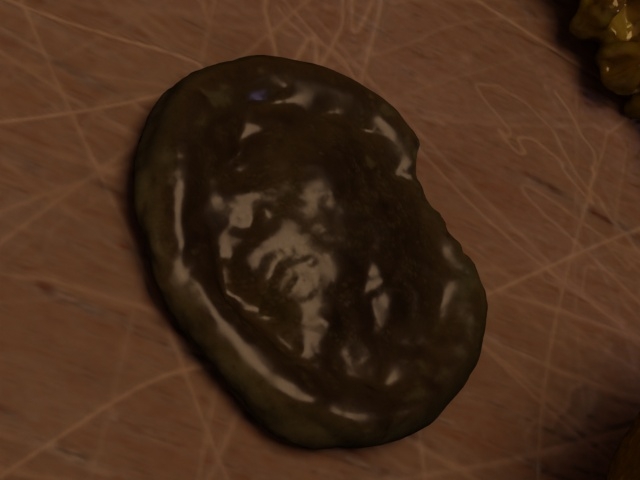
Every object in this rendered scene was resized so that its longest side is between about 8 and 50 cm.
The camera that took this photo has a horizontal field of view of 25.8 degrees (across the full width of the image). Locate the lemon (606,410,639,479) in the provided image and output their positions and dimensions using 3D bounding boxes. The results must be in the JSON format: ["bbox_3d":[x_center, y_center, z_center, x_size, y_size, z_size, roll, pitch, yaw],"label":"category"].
[{"bbox_3d":[0.286,0.162,0.759,0.322,0.268,0.268,-36,90,-35],"label":"lemon"}]

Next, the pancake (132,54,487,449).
[{"bbox_3d":[0.001,0.000,0.787,0.223,0.042,0.236,5,67,-33],"label":"pancake"}]

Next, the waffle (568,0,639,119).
[{"bbox_3d":[0.295,-0.197,1.023,0.329,0.062,0.329,5,80,-29],"label":"waffle"}]
